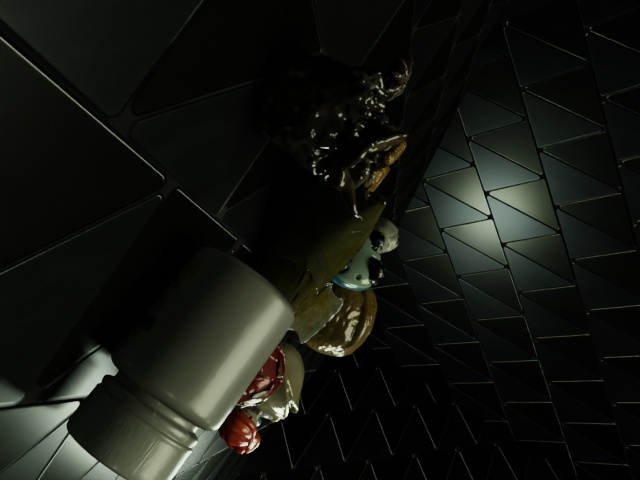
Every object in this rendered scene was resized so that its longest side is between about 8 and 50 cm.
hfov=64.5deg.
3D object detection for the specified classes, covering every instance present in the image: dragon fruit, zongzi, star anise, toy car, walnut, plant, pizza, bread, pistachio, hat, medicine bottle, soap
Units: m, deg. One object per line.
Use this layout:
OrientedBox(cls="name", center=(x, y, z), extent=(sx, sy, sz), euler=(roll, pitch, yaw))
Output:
OrientedBox(cls="dragon fruit", center=(-0.193, 0.332, 1.303), extent=(0.192, 0.193, 0.274), euler=(-31, 178, 25))
OrientedBox(cls="zongzi", center=(-0.039, 0.066, 1.099), extent=(0.446, 0.182, 0.418), euler=(-58, -168, -1))
OrientedBox(cls="star anise", center=(0.215, -0.438, 1.380), extent=(0.141, 0.042, 0.141), euler=(-54, 165, -22))
OrientedBox(cls="toy car", center=(0.101, 0.058, 1.716), extent=(0.190, 0.189, 0.255), euler=(132, -31, -50))
OrientedBox(cls="walnut", center=(0.065, 0.272, 1.910), extent=(0.332, 0.333, 0.332), euler=(-55, 167, -20))
OrientedBox(cls="plant", center=(0.022, -0.187, 0.815), extent=(0.204, 0.234, 0.178), euler=(-54, 162, 4))
OrientedBox(cls="pizza", center=(0.171, -0.208, 1.717), extent=(0.182, 0.063, 0.161), euler=(-52, 173, -9))
OrientedBox(cls="bread", center=(0.272, -0.324, 1.853), extent=(0.157, 0.044, 0.052), euler=(-47, 157, -45))
OrientedBox(cls="pistachio", center=(-0.147, 0.462, 1.659), extent=(0.208, 0.226, 0.331), euler=(-26, 137, -27))
OrientedBox(cls="hat", center=(0.208, 0.010, 2.177), extent=(0.275, 0.161, 0.232), euler=(-39, -178, 34))
OrientedBox(cls="medicine bottle", center=(-0.216, 0.198, 0.817), extent=(0.339, 0.208, 0.208), euler=(-53, 166, -21))
OrientedBox(cls="soap", center=(-0.051, 0.196, 1.448), extent=(0.173, 0.089, 0.274), euler=(-44, -171, -12))

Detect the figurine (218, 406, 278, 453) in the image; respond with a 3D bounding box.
OrientedBox(cls="figurine", center=(-0.255, 0.638, 1.781), extent=(0.208, 0.180, 0.257), euler=(-33, 175, 32))
